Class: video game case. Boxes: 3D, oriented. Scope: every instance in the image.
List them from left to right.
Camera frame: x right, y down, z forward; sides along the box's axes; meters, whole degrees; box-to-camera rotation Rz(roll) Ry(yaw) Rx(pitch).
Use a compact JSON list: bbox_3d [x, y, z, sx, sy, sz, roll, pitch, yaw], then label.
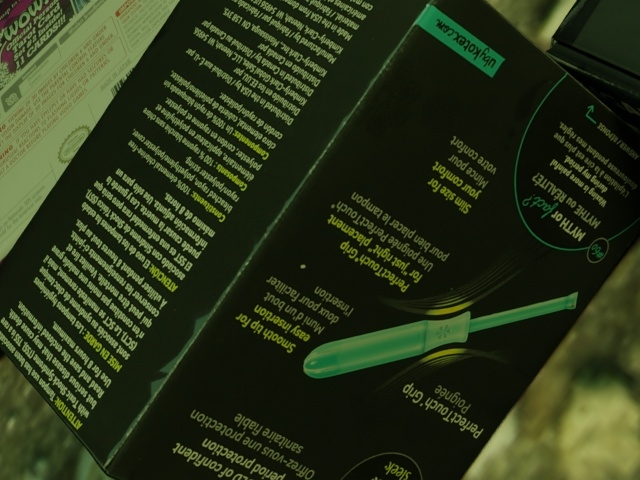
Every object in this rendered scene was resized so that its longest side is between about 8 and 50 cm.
[{"bbox_3d":[-0.126,-0.068,0.759,0.232,0.042,0.210,-42,42,16],"label":"video game case"}]

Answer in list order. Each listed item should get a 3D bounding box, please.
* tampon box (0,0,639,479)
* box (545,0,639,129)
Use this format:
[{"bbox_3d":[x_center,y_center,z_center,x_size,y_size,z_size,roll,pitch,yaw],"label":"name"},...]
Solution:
[{"bbox_3d":[0.000,0.000,0.530,0.161,0.120,0.101,-54,41,3],"label":"tampon box"},{"bbox_3d":[0.185,-0.103,0.468,0.220,0.051,0.175,-56,41,1],"label":"box"}]
